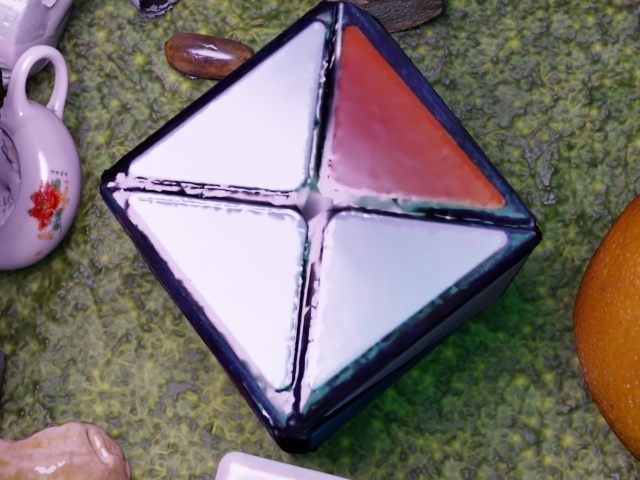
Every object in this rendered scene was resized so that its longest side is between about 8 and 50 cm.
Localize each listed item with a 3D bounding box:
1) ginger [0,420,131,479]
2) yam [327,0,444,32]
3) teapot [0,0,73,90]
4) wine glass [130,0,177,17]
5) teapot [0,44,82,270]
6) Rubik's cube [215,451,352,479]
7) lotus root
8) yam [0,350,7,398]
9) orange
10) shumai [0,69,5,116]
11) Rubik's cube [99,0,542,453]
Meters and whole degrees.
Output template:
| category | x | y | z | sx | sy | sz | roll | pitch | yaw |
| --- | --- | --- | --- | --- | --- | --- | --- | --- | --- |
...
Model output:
| category | x | y | z | sx | sy | sz | roll | pitch | yaw |
| --- | --- | --- | --- | --- | --- | --- | --- | --- | --- |
| ginger | -0.232 | 0.317 | 1.040 | 0.190 | 0.126 | 0.354 | 29 | 73 | -22 |
| yam | 0.043 | -0.289 | 1.186 | 0.107 | 0.107 | 0.194 | -9 | 77 | -2 |
| teapot | -0.288 | -0.242 | 1.156 | 0.178 | 0.163 | 0.222 | 24 | 68 | 3 |
| wine glass | -0.195 | -0.295 | 1.203 | 0.079 | 0.079 | 0.195 | -39 | 79 | -8 |
| teapot | -0.259 | -0.058 | 1.129 | 0.145 | 0.092 | 0.226 | 26 | 103 | 32 |
| Rubik's cube | 0.051 | 0.345 | 0.937 | 0.315 | 0.322 | 0.319 | 14 | 77 | 2 |
| lotus root | -0.102 | -0.166 | 1.197 | 0.083 | 0.030 | 0.037 | 10 | 79 | 3 |
| yam | -0.330 | 0.199 | 1.082 | 0.106 | 0.106 | 0.259 | 12 | 81 | 3 |
| orange | 0.327 | 0.071 | 1.036 | 0.264 | 0.264 | 0.264 | 0 | 78 | 0 |
| shumai | -0.437 | -0.033 | 0.955 | 0.348 | 0.395 | 0.395 | 25 | 78 | -18 |
| Rubik's cube | 0.000 | 0.000 | 1.050 | 0.248 | 0.246 | 0.250 | -37 | 80 | -7 |
